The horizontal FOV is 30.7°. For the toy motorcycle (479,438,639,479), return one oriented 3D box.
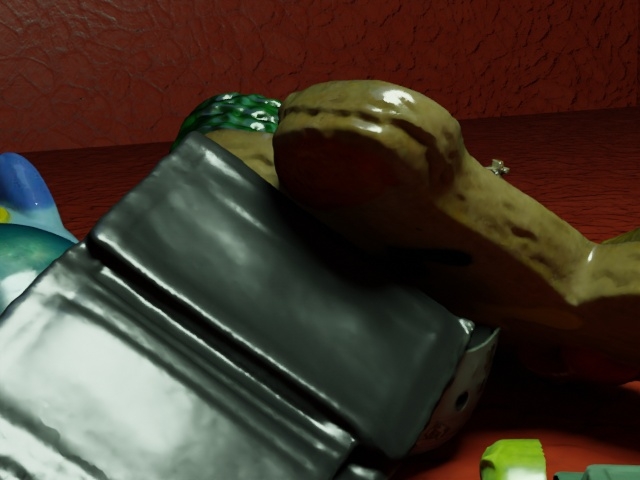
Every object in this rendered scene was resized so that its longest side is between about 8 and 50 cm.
[{"bbox_3d":[0.144,0.174,0.366,0.191,0.200,0.326,0,1,9],"label":"toy motorcycle"}]

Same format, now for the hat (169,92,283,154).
[{"bbox_3d":[0.000,0.000,1.187,0.332,0.242,0.274,13,50,6],"label":"hat"}]

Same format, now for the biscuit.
[{"bbox_3d":[0.103,0.018,0.901,0.394,0.076,0.368,30,-19,-23],"label":"biscuit"}]

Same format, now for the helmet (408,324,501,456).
[{"bbox_3d":[0.046,0.108,0.877,0.153,0.107,0.177,5,-4,-20],"label":"helmet"}]

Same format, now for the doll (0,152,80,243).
[{"bbox_3d":[-0.348,0.033,1.097,0.376,0.187,0.365,27,26,3],"label":"doll"}]

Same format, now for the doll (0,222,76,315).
[{"bbox_3d":[-0.187,0.076,0.794,0.322,0.186,0.198,-17,-24,-41],"label":"doll"}]

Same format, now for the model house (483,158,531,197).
[{"bbox_3d":[0.123,-0.018,1.320,0.271,0.178,0.206,-1,13,-9],"label":"model house"}]

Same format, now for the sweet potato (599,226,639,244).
[{"bbox_3d":[0.376,0.026,0.977,0.158,0.158,0.369,-9,-6,-31],"label":"sweet potato"}]

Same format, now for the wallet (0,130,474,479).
[{"bbox_3d":[-0.056,0.081,0.699,0.247,0.041,0.323,36,45,1],"label":"wallet"}]
